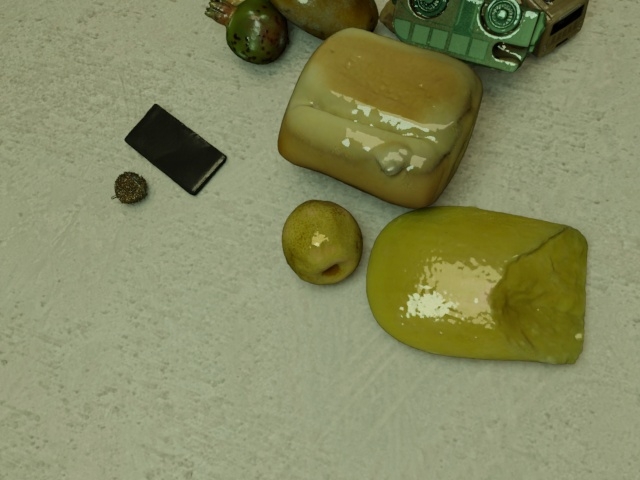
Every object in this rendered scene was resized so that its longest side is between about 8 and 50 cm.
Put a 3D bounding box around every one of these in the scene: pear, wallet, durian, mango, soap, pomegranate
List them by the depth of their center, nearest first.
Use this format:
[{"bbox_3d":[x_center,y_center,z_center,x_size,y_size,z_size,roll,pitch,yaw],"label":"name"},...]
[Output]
[{"bbox_3d":[0.302,0.078,1.200,0.428,0.115,0.305,5,76,11],"label":"soap"},{"bbox_3d":[0.000,0.000,1.252,0.178,0.178,0.177,-3,72,9],"label":"pear"},{"bbox_3d":[-0.013,-0.552,1.391,0.317,0.146,0.192,23,37,-18],"label":"mango"},{"bbox_3d":[-0.440,-0.119,1.408,0.091,0.080,0.080,-30,69,-23],"label":"durian"},{"bbox_3d":[-0.168,-0.495,1.427,0.205,0.159,0.159,24,75,-18],"label":"pomegranate"},{"bbox_3d":[-0.344,-0.215,1.451,0.244,0.025,0.124,37,82,17],"label":"wallet"}]

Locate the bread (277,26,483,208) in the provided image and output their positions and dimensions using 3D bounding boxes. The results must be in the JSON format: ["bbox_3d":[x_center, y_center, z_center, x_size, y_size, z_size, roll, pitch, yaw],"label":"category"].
[{"bbox_3d":[0.118,-0.246,1.262,0.376,0.253,0.347,21,70,12],"label":"bread"}]

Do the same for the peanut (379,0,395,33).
[{"bbox_3d":[0.253,-0.523,1.411,0.237,0.110,0.120,3,83,19],"label":"peanut"}]

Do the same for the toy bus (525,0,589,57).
[{"bbox_3d":[0.446,-0.560,1.359,0.140,0.157,0.289,-33,70,-2],"label":"toy bus"}]

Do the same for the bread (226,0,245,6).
[{"bbox_3d":[-0.144,-0.680,1.522,0.246,0.111,0.239,-21,71,2],"label":"bread"}]

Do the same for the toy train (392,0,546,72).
[{"bbox_3d":[0.296,-0.452,1.278,0.327,0.129,0.159,20,116,16],"label":"toy train"}]
